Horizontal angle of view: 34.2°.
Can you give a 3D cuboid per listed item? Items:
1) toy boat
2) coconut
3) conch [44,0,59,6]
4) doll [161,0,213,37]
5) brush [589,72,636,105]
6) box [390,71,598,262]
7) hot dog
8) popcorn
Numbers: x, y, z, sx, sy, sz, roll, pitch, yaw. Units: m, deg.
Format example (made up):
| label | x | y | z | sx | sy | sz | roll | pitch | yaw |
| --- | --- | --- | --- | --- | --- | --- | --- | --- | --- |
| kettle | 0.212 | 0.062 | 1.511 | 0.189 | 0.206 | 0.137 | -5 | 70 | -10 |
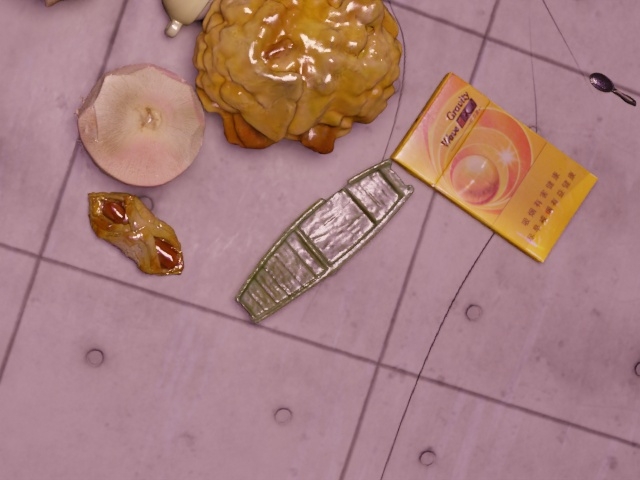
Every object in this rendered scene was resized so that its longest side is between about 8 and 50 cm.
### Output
| label | x | y | z | sx | sy | sz | roll | pitch | yaw |
| --- | --- | --- | --- | --- | --- | --- | --- | --- | --- |
| toy boat | 0.000 | 0.000 | 1.458 | 0.293 | 0.055 | 0.093 | -41 | 98 | -6 |
| coconut | -0.236 | -0.150 | 1.352 | 0.171 | 0.183 | 0.170 | 0 | 88 | -11 |
| conch | -0.327 | -0.435 | 1.336 | 0.324 | 0.186 | 0.263 | -20 | 79 | -28 |
| doll | -0.123 | -0.399 | 1.395 | 0.117 | 0.141 | 0.296 | 23 | 99 | -25 |
| brush | 0.434 | -0.222 | 1.542 | 0.083 | 0.008 | 0.024 | 32 | 84 | -8 |
| box | 0.250 | -0.103 | 1.499 | 0.269 | 0.043 | 0.152 | 35 | 86 | -8 |
| hot dog | -0.249 | -0.012 | 1.415 | 0.169 | 0.061 | 0.078 | 38 | 84 | -8 |
| popcorn | -0.015 | -0.258 | 1.350 | 0.265 | 0.225 | 0.332 | 24 | 102 | -16 |
